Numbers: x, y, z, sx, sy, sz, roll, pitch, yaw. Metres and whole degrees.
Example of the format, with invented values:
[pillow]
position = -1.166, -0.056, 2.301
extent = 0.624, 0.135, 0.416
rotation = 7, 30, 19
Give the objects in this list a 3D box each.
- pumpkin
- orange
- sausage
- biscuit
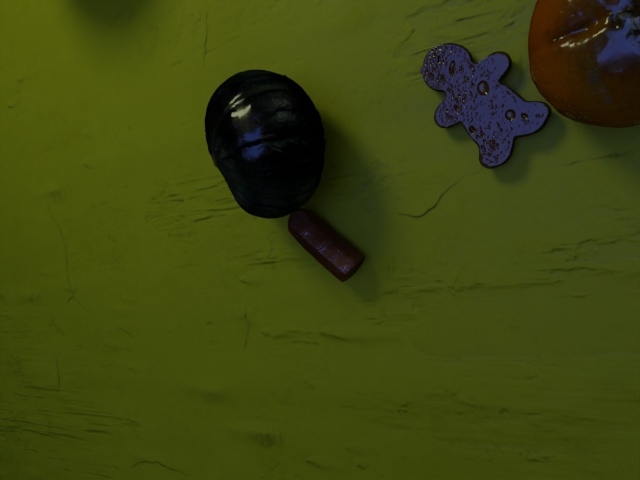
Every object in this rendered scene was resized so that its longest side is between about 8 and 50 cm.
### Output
[pumpkin]
position = -0.086, -0.163, 0.825
extent = 0.250, 0.216, 0.249
rotation = 18, 110, 59
[orange]
position = 0.358, -0.249, 0.566
extent = 0.224, 0.170, 0.223
rotation = 6, 103, 26
[sausage]
position = 0.000, 0.001, 0.882
extent = 0.169, 0.065, 0.065
rotation = 42, 117, 16
[biscuit]
position = 0.237, -0.217, 0.721
extent = 0.205, 0.031, 0.138
rotation = 48, 118, 12
